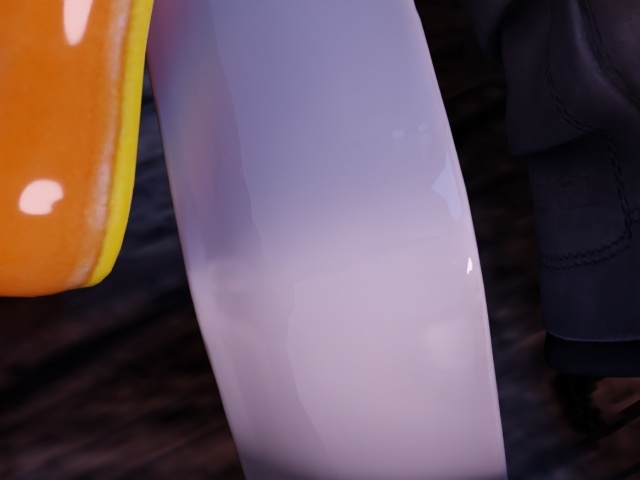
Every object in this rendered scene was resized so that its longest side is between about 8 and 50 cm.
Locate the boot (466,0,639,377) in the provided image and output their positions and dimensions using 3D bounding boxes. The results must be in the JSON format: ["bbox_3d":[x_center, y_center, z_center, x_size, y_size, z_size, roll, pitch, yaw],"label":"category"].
[{"bbox_3d":[0.048,-0.074,0.472,0.118,0.338,0.222,-13,95,-17],"label":"boot"}]

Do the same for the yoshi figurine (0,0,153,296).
[{"bbox_3d":[-0.222,-0.075,0.384,0.362,0.203,0.203,1,41,-14],"label":"yoshi figurine"}]

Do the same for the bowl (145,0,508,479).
[{"bbox_3d":[0.000,0.000,0.408,0.053,0.142,0.142,-14,49,-1],"label":"bowl"}]
